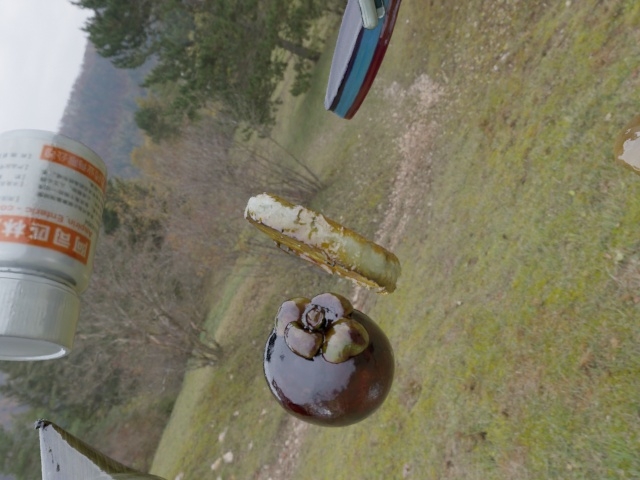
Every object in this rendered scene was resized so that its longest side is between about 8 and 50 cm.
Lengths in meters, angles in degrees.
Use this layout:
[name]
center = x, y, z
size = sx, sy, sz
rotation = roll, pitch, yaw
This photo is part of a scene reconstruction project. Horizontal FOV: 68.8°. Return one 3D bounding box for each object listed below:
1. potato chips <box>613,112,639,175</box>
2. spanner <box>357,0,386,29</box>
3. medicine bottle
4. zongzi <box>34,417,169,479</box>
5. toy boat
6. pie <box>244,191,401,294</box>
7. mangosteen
[potato chips]
center = 0.336, -0.096, 0.367
size = 0.150, 0.202, 0.049
rotation = -107, 4, -54
[spanner]
center = 0.060, -0.537, 0.803
size = 0.040, 0.324, 0.095
rotation = 0, 43, 25
[medicine bottle]
center = -0.510, 0.008, 0.822
size = 0.211, 0.211, 0.371
rotation = -40, 46, 50
[zongzi]
center = -0.182, 0.265, 0.476
size = 0.221, 0.112, 0.242
rotation = -27, 75, 17
[toy boat]
center = 0.090, -0.440, 1.003
size = 0.136, 0.079, 0.392
rotation = 52, 137, 37
[pie]
center = 0.000, 0.000, 0.852
size = 0.092, 0.315, 0.315
rotation = -63, 23, -5
[mangosteen]
center = 0.005, 0.107, 0.446
size = 0.140, 0.140, 0.140
rotation = -47, 33, 44
